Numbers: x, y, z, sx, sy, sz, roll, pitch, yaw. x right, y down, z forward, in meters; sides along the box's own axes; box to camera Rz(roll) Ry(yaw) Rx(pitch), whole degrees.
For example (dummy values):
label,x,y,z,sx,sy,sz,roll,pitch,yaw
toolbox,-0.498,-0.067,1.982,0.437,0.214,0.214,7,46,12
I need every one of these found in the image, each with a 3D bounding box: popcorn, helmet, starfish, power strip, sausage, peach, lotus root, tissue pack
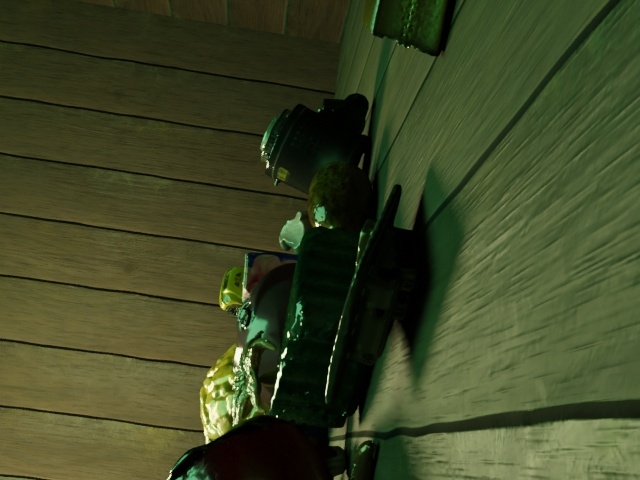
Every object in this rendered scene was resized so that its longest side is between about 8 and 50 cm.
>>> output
label,x,y,z,sx,sy,sz,roll,pitch,yaw
popcorn,-0.154,0.416,2.208,0.390,0.344,0.354,88,-177,-76
helmet,-0.049,0.238,1.872,0.197,0.270,0.338,28,102,58
starfish,-0.141,0.284,1.663,0.277,0.062,0.236,-107,33,-61
power strip,0.085,0.082,1.196,0.251,0.092,0.257,-72,-7,-55
sausage,0.063,0.386,1.289,0.036,0.042,0.158,-3,-72,-48
peach,-0.109,0.505,1.369,0.353,0.339,0.417,-12,85,45
lotus root,0.044,-0.076,1.781,0.260,0.145,0.129,-87,3,-52
tissue pack,-0.064,0.113,2.085,0.209,0.269,0.137,127,146,-78

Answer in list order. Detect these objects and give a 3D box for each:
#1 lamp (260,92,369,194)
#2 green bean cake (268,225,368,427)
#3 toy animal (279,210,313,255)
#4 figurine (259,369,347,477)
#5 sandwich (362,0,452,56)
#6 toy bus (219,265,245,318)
label,x,y,z,sx,sy,sz,roll,pitch,yaw
lamp,-0.019,-0.208,2.076,0.205,0.272,0.374,105,173,-73
green bean cake,0.013,0.165,1.575,0.308,0.169,0.300,-86,7,-56
toy animal,0.000,0.002,2.159,0.124,0.212,0.124,-13,71,43
figurine,-0.009,0.447,1.683,0.283,0.204,0.338,-119,24,-73
sandwich,0.144,-0.404,1.189,0.128,0.122,0.236,-95,16,-59
toy bus,-0.109,0.138,2.267,0.152,0.330,0.144,106,172,-45
